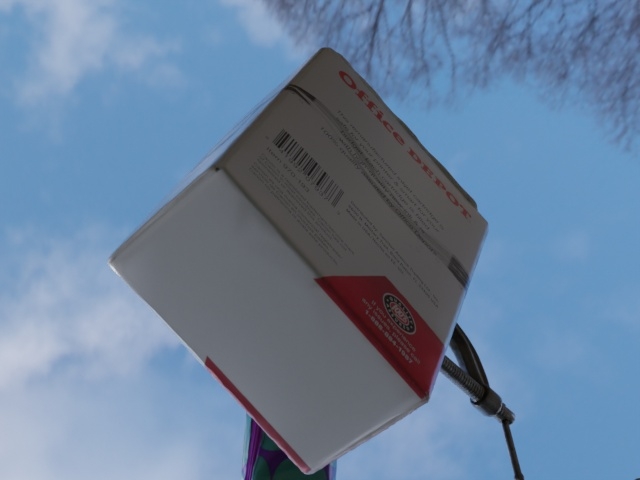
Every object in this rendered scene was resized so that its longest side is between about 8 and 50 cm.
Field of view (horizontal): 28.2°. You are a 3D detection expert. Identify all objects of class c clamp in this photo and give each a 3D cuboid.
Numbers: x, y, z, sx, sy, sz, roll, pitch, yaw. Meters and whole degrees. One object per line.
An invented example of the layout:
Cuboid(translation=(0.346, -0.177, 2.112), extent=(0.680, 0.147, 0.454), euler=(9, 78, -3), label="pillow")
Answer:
Cuboid(translation=(0.079, 0.069, 0.846), extent=(0.160, 0.022, 0.137), euler=(43, -160, -26), label="c clamp")

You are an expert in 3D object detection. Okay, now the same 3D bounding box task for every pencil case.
Cuboid(translation=(-0.024, 0.139, 0.818), extent=(0.070, 0.064, 0.152), euler=(27, -130, -31), label="pencil case")

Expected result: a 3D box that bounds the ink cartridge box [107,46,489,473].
Cuboid(translation=(0.000, 0.000, 0.497), extent=(0.109, 0.063, 0.150), euler=(48, -153, -8), label="ink cartridge box")

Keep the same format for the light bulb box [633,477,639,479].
Cuboid(translation=(0.268, 0.394, 0.737), extent=(0.358, 0.225, 0.361), euler=(34, -158, -4), label="light bulb box")
